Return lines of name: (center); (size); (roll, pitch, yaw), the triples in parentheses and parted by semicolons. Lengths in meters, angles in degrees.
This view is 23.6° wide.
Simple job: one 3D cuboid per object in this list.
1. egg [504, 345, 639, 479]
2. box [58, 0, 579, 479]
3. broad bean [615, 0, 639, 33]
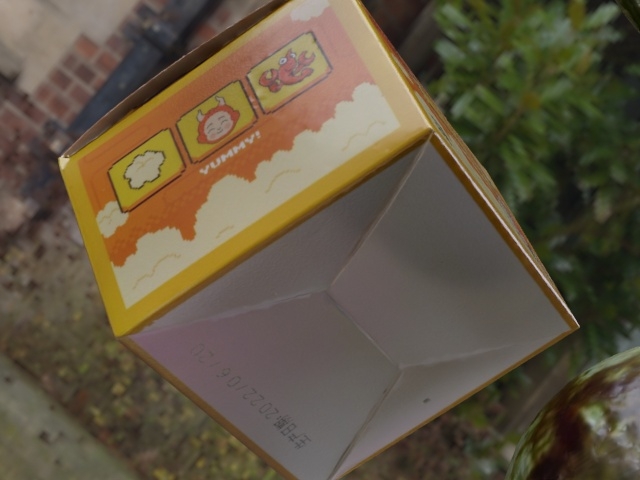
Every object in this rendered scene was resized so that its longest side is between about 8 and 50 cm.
egg: (0.257, 0.176, 0.992); (0.238, 0.289, 0.238); (45, 28, -33)
box: (0.000, 0.000, 1.153); (0.283, 0.260, 0.213); (47, 11, -47)
broad bean: (0.277, -0.129, 1.086); (0.254, 0.065, 0.046); (41, -35, -17)
